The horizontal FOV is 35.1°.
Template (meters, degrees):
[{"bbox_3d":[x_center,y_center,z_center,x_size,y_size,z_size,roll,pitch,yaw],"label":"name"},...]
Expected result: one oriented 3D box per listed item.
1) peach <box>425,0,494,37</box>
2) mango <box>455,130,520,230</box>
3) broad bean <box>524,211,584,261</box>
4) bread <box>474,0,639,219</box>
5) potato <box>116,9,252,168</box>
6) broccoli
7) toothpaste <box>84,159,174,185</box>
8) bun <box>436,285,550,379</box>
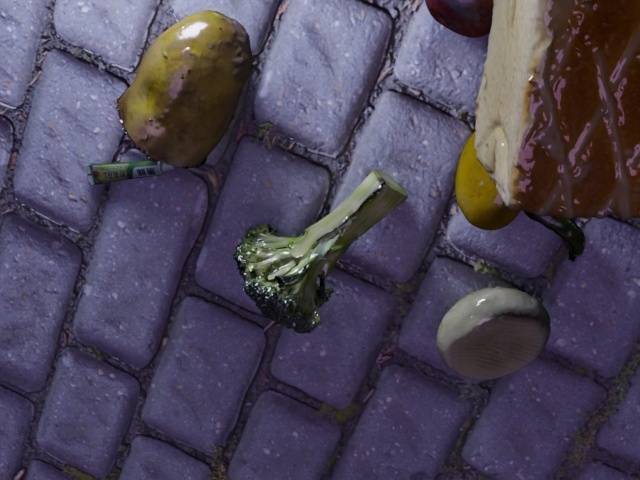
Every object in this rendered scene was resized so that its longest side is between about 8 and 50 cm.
[{"bbox_3d":[0.252,-0.430,1.745,0.152,0.152,0.152,5,111,13],"label":"peach"},{"bbox_3d":[0.314,-0.116,1.861,0.137,0.098,0.195,15,104,42],"label":"mango"},{"bbox_3d":[0.431,-0.041,1.892,0.195,0.046,0.061,48,130,-8],"label":"broad bean"},{"bbox_3d":[0.464,-0.235,1.645,0.371,0.279,0.389,1,110,-10],"label":"bread"},{"bbox_3d":[-0.236,-0.302,1.889,0.229,0.229,0.266,39,118,-1],"label":"potato"},{"bbox_3d":[0.001,0.000,1.973,0.361,0.252,0.221,-45,98,-10],"label":"broccoli"},{"bbox_3d":[-0.392,-0.144,2.086,0.204,0.031,0.049,-4,108,19],"label":"toothpaste"},{"bbox_3d":[0.330,0.166,1.961,0.223,0.127,0.222,-5,130,-6],"label":"bun"}]
